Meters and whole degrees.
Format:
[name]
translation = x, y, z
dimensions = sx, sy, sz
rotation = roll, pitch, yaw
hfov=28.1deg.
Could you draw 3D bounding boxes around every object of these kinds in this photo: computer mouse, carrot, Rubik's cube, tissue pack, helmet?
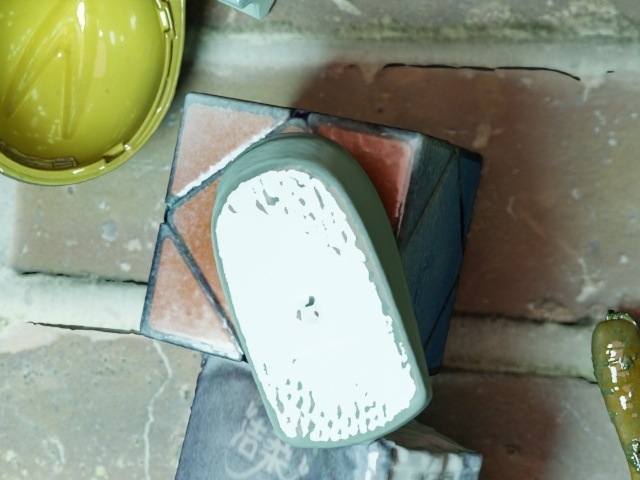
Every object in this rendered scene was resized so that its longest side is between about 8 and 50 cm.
[computer mouse]
translation = 0.000, 0.035, 0.912
dimensions = 0.128, 0.079, 0.231
rotation = -16, 90, 21
[carrot]
translation = 0.265, 0.181, 1.049
dimensions = 0.049, 0.049, 0.254
rotation = -13, 89, 20
[Rubik's cube]
translation = 0.000, 0.000, 1.061
dimensions = 0.207, 0.205, 0.205
rotation = 11, 93, 21
[tissue pack]
translation = -0.032, 0.310, 1.051
dimensions = 0.288, 0.124, 0.394
rotation = 20, 97, 55
[helmet]
translation = -0.235, -0.182, 1.183
dimensions = 0.205, 0.140, 0.257
rotation = 20, 96, -15

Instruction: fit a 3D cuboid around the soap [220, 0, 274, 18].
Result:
[soap]
translation = -0.119, -0.299, 1.181
dimensions = 0.198, 0.066, 0.119
rotation = 29, 94, 18
